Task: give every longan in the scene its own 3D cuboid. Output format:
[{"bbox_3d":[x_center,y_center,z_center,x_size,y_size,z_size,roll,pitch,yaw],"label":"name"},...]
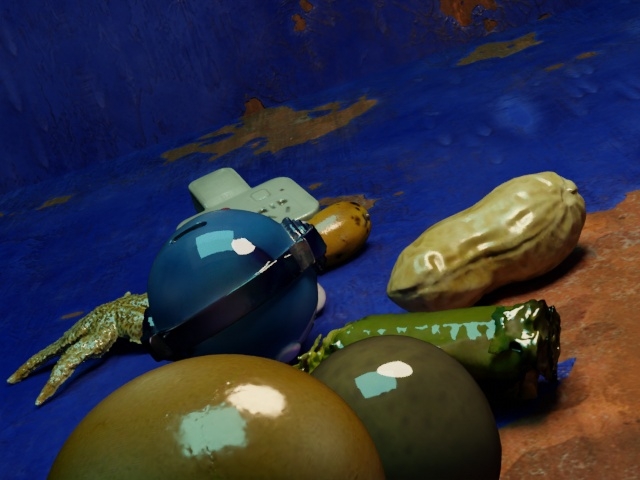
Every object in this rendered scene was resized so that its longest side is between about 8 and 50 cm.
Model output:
[{"bbox_3d":[0.073,0.191,1.221,0.220,0.197,0.196,0,26,39],"label":"longan"}]

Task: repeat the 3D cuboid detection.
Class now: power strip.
[{"bbox_3d":[-0.135,-0.013,2.193,0.229,0.141,0.261,-25,33,-16],"label":"power strip"}]

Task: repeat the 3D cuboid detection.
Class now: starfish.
[{"bbox_3d":[-0.320,0.144,1.963,0.347,0.078,0.358,-5,23,31],"label":"starfish"}]

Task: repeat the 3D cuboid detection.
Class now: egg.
[{"bbox_3d":[-0.091,0.240,1.056,0.351,0.283,0.282,-38,0,44],"label":"egg"}]

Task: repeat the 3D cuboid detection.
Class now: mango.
[{"bbox_3d":[0.002,0.000,2.025,0.178,0.090,0.115,-26,6,-10],"label":"mango"}]

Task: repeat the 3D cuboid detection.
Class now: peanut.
[{"bbox_3d":[0.226,0.010,1.692,0.305,0.147,0.147,-25,18,-7],"label":"peanut"}]

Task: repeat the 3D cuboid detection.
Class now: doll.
[{"bbox_3d":[-0.115,0.066,1.728,0.284,0.240,0.310,-31,10,9],"label":"doll"}]

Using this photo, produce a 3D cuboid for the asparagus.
[{"bbox_3d":[0.096,0.136,1.445,0.381,0.128,0.108,-5,63,30],"label":"asparagus"}]
